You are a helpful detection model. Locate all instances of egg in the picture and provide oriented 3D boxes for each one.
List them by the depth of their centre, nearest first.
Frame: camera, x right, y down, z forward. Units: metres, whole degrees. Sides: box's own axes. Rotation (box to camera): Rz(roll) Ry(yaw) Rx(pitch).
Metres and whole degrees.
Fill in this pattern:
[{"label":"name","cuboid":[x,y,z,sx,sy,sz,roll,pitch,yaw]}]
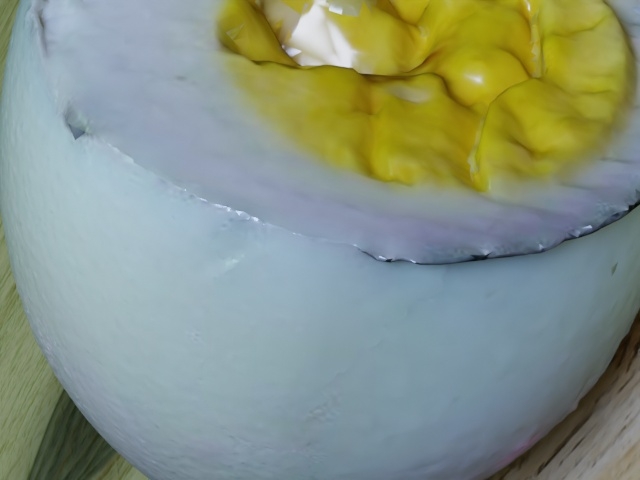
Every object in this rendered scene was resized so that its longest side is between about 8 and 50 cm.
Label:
[{"label":"egg","cuboid":[0.000,0.000,1.062,0.340,0.354,0.354,102,163,-44]}]

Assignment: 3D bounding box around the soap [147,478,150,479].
[{"label":"soap","cuboid":[-0.071,0.170,1.380,0.198,0.063,0.114,-67,29,14]}]
